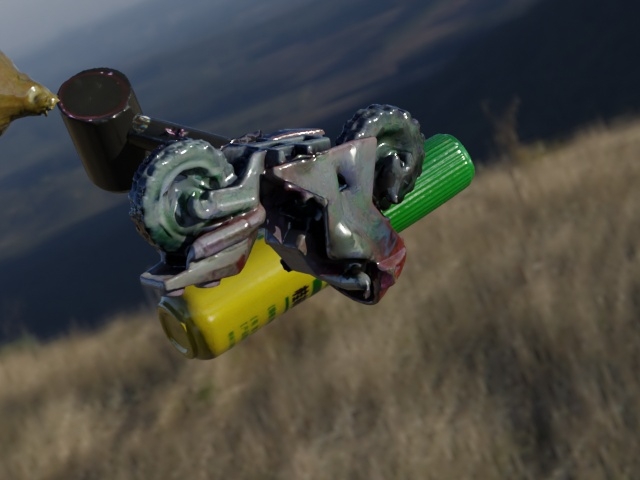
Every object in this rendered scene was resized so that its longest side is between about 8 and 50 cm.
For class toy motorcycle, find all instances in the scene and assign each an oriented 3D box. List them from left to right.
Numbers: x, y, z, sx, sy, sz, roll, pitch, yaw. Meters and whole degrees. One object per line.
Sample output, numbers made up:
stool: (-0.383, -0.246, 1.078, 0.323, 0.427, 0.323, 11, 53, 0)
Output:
toy motorcycle: (-0.021, -0.011, 1.021, 0.213, 0.122, 0.082, -12, 13, -38)

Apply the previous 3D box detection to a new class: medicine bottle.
medicine bottle: (0.000, 0.000, 1.279, 0.260, 0.064, 0.095, -33, -4, -17)

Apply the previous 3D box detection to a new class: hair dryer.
hair dryer: (-0.111, -0.077, 1.541, 0.248, 0.114, 0.070, 15, 59, 21)

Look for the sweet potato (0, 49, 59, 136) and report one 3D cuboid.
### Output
sweet potato: (-0.397, -0.114, 1.475, 0.370, 0.158, 0.158, -11, 9, 7)
